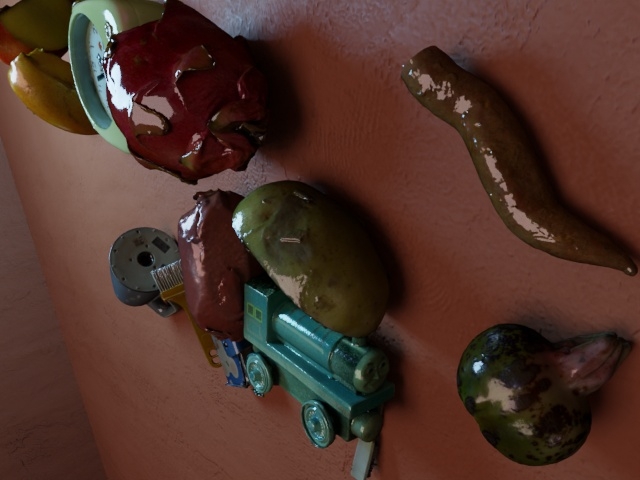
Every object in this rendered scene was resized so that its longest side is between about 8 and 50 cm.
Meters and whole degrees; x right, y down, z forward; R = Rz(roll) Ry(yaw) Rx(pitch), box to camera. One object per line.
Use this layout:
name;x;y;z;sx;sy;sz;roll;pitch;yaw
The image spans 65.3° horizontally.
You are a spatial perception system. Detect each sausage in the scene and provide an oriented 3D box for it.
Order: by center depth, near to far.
sausage;-0.172;0.045;0.887;0.152;0.152;0.280;18;118;45

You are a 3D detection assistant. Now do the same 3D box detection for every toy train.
toy train;-0.014;0.178;0.779;0.298;0.120;0.194;23;116;46

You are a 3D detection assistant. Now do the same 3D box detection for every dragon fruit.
dragon fruit;-0.204;-0.221;0.755;0.315;0.250;0.250;66;146;36

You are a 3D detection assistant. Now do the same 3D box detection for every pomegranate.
pomegranate;0.211;0.141;0.489;0.163;0.125;0.138;-56;50;45

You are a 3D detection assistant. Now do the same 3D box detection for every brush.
brush;0.082;0.314;0.805;0.033;0.030;0.179;32;119;50
brush;-0.288;0.175;1.154;0.013;0.103;0.272;-113;0;-80

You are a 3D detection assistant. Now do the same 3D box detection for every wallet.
wallet;-0.190;0.210;1.060;0.141;0.059;0.203;-23;86;59

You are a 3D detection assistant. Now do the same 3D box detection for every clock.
clock;-0.419;-0.351;1.038;0.348;0.117;0.286;29;127;41

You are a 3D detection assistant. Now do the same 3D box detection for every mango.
mango;-0.610;-0.346;1.198;0.126;0.252;0.154;-14;51;42

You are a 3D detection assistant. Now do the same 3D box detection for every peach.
peach;-0.713;-0.497;1.220;0.158;0.267;0.154;-17;127;34

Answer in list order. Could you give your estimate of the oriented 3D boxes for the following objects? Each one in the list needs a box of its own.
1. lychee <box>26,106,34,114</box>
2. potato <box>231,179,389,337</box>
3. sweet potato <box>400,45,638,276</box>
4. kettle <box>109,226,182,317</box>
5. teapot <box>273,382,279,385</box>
lychee;-0.718;-0.397;1.360;0.171;0.171;0.171;24;124;42
potato;0.000;0.000;0.680;0.111;0.160;0.272;-51;63;22
sweet potato;0.181;-0.071;0.482;0.067;0.059;0.281;-36;80;15
kettle;-0.430;0.101;1.258;0.210;0.160;0.243;38;148;-6
teapot;-0.075;0.232;0.926;0.100;0.068;0.045;27;133;-4
